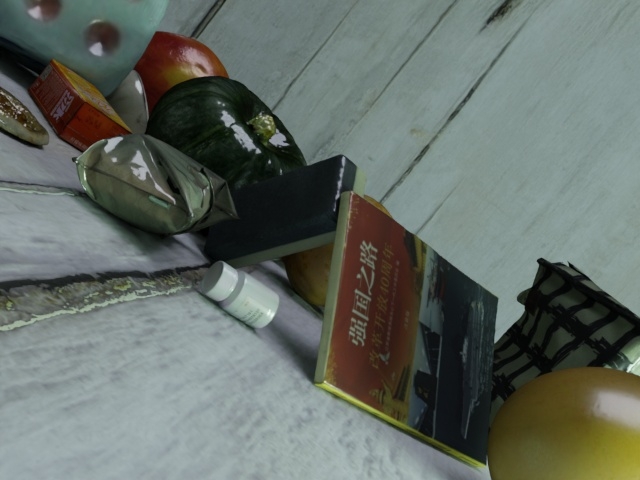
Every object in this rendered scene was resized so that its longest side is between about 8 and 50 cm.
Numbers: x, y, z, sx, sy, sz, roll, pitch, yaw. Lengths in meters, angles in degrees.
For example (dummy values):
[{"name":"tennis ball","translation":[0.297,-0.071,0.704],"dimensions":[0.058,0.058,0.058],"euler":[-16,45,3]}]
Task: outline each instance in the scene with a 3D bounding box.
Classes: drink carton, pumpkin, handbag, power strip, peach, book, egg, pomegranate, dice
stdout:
[{"name":"drink carton","translation":[-0.378,-0.203,1.551],"dimensions":[0.096,0.071,0.223],"euler":[34,7,-38]},{"name":"pumpkin","translation":[-0.146,-0.135,1.605],"dimensions":[0.300,0.207,0.300],"euler":[40,21,-19]},{"name":"handbag","translation":[-0.201,-0.063,1.271],"dimensions":[0.182,0.117,0.270],"euler":[25,4,4]},{"name":"power strip","translation":[-0.055,-0.034,1.383],"dimensions":[0.257,0.105,0.070],"euler":[-14,-39,37]},{"name":"handbag","translation":[0.390,0.222,1.650],"dimensions":[0.162,0.325,0.327],"euler":[39,5,-32]},{"name":"peach","translation":[-0.333,-0.341,2.196],"dimensions":[0.281,0.238,0.281],"euler":[24,24,-12]},{"name":"book","translation":[0.130,0.128,1.336],"dimensions":[0.028,0.262,0.374],"euler":[-12,-32,38]},{"name":"egg","translation":[0.346,0.281,1.215],"dimensions":[0.322,0.250,0.250],"euler":[26,10,-25]},{"name":"pomegranate","translation":[0.040,0.021,1.675],"dimensions":[0.207,0.207,0.207],"euler":[37,5,-4]},{"name":"dice","translation":[-0.433,-0.422,1.741],"dimensions":[0.262,0.268,0.265],"euler":[29,-8,-26]}]

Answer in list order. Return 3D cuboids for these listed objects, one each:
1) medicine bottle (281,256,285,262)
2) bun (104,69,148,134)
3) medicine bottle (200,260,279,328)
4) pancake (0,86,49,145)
[{"name":"medicine bottle","translation":[0.001,0.001,1.917],"dimensions":[0.112,0.149,0.222],"euler":[39,5,8]},{"name":"bun","translation":[-0.377,-0.251,1.859],"dimensions":[0.094,0.138,0.138],"euler":[-9,22,-15]},{"name":"medicine bottle","translation":[-0.096,0.065,1.188],"dimensions":[0.089,0.052,0.052],"euler":[35,5,-28]},{"name":"pancake","translation":[-0.412,-0.172,1.275],"dimensions":[0.152,0.025,0.151],"euler":[36,6,-4]}]
